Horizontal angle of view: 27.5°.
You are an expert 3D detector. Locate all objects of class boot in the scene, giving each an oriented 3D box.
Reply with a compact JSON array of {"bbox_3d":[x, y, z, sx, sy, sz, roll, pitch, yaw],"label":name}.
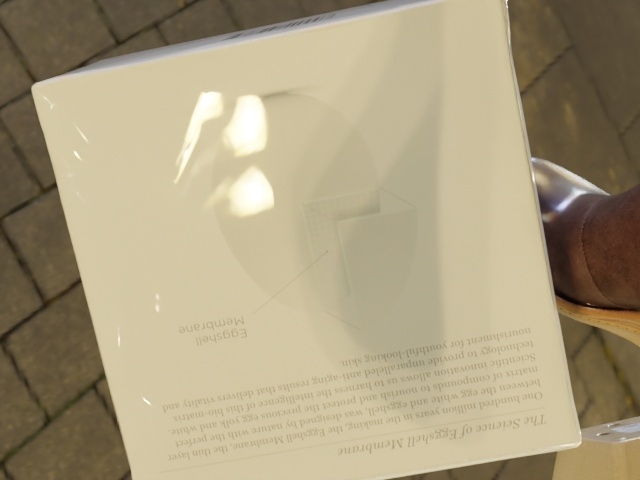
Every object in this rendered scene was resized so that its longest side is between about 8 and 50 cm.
[{"bbox_3d":[0.206,-0.024,0.707,0.090,0.207,0.248,-25,56,-35],"label":"boot"}]

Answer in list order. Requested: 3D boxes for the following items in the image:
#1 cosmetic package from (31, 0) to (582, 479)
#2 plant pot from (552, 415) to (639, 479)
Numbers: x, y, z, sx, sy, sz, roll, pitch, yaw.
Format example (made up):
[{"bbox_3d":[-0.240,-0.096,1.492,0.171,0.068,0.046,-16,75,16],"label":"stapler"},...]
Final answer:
[{"bbox_3d":[0.000,0.000,0.676,0.138,0.224,0.225,-71,150,-77],"label":"cosmetic package"},{"bbox_3d":[0.214,0.170,0.864,0.109,0.109,0.096,-8,88,-20],"label":"plant pot"}]
